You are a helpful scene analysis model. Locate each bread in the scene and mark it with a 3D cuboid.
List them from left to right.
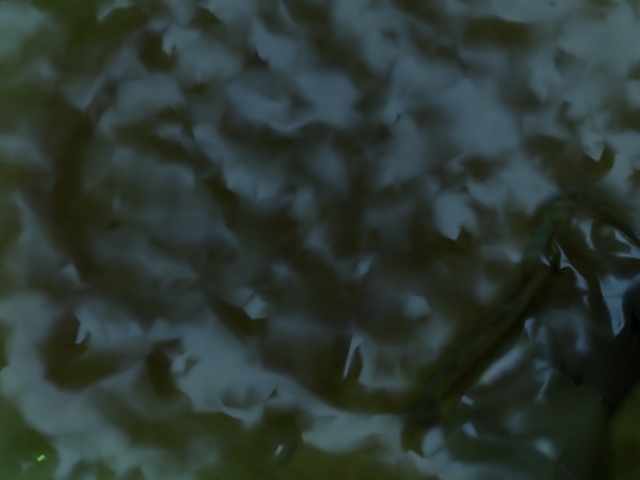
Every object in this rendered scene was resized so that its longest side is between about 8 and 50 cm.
[{"bbox_3d":[0.000,0.000,0.467,0.244,0.134,0.244,4,71,-13],"label":"bread"}]
